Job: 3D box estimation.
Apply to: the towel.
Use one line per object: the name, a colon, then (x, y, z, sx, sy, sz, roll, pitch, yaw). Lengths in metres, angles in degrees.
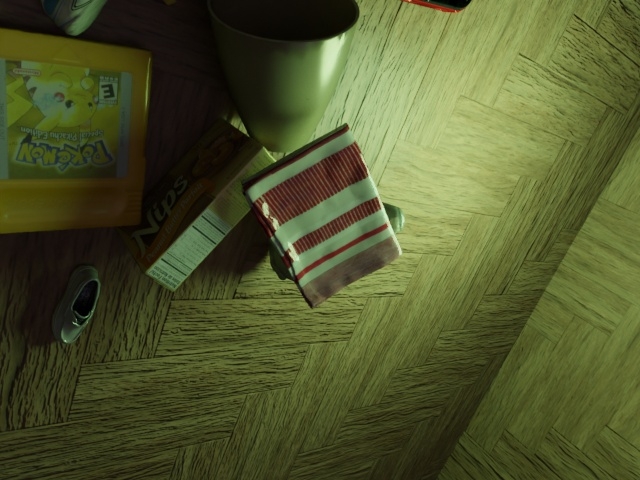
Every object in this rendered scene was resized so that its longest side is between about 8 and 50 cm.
towel: (0.016, -0.035, 1.030, 0.237, 0.037, 0.328, -31, 124, -5)

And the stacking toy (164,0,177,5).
stacking toy: (-0.226, -0.493, 0.788, 0.167, 0.052, 0.221, -21, 137, 13)

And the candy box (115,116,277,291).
candy box: (-0.240, -0.078, 1.021, 0.316, 0.183, 0.087, -48, 136, -2)

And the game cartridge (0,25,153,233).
game cartridge: (-0.429, -0.171, 0.865, 0.286, 0.053, 0.323, -7, 115, -40)

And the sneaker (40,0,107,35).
sneaker: (-0.318, -0.405, 0.769, 0.237, 0.085, 0.086, -35, 115, 12)

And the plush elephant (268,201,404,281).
plush elephant: (0.000, 0.000, 1.223, 0.330, 0.272, 0.255, 16, 94, -15)

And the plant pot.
plant pot: (-0.072, -0.311, 0.981, 0.257, 0.256, 0.273, -25, 146, -25)

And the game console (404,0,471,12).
game console: (0.245, -0.666, 1.071, 0.387, 0.060, 0.341, -13, 127, -42)

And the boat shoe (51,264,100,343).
boat shoe: (-0.488, 0.140, 1.055, 0.066, 0.063, 0.184, 18, 105, -45)
